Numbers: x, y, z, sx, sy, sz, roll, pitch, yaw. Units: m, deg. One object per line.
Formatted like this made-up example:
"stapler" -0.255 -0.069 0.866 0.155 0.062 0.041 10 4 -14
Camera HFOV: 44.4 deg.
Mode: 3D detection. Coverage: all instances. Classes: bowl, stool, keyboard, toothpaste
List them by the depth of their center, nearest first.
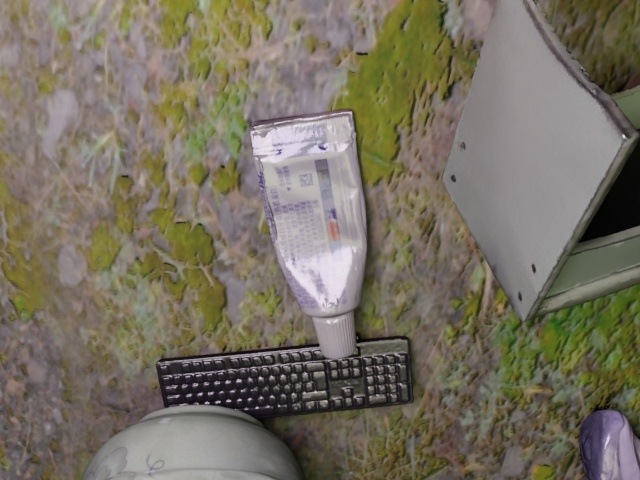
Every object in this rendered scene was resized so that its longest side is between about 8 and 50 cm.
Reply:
"stool" 0.261 -0.091 0.641 0.243 0.170 0.270 -18 150 -13
"toothpaste" -0.002 0.001 0.862 0.099 0.068 0.283 -18 111 -23
"bowl" -0.150 0.307 0.944 0.307 0.163 0.307 -2 143 -1
"keyboard" -0.043 0.171 0.962 0.309 0.018 0.101 -5 109 2

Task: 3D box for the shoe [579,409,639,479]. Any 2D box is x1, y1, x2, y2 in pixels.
"shoe" 0.411 0.309 1.005 0.137 0.095 0.245 -14 122 5
